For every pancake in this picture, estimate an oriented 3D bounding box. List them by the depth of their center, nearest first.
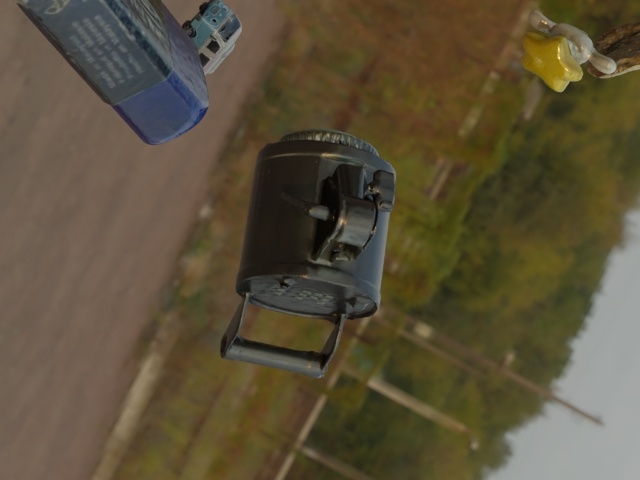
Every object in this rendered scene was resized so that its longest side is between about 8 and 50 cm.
[{"bbox_3d":[0.437,-0.271,2.282,0.139,0.022,0.139,-20,-153,11],"label":"pancake"}]

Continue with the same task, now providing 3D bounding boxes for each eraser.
[{"bbox_3d":[-0.238,-0.247,1.788,0.332,0.101,0.155,50,20,-49],"label":"eraser"}]

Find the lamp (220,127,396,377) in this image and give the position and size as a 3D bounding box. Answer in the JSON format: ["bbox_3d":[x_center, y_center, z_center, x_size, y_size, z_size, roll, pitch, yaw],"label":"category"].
[{"bbox_3d":[-0.007,-0.016,2.297,0.374,0.205,0.272,122,-23,-50],"label":"lamp"}]

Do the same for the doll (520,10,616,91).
[{"bbox_3d":[0.326,-0.268,2.201,0.113,0.135,0.071,-13,144,-29],"label":"doll"}]

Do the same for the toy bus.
[{"bbox_3d":[-0.159,-0.278,2.242,0.060,0.075,0.123,-53,-172,-37],"label":"toy bus"}]
